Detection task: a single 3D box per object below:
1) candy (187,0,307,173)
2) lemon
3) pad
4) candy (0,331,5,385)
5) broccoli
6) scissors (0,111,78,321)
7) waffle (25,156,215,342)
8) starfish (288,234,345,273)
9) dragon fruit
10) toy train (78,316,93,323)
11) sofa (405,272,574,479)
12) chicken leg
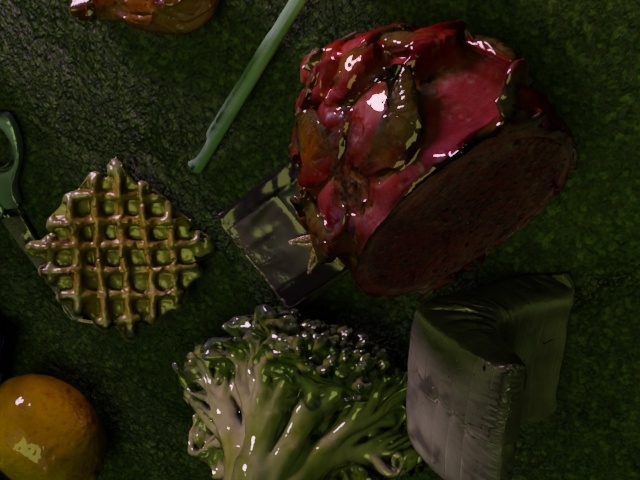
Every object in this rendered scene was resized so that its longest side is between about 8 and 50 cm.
[{"bbox_3d":[-0.056,-0.237,0.990,0.119,0.119,0.440,37,124,1],"label":"candy"},{"bbox_3d":[-0.420,0.300,1.272,0.207,0.170,0.170,42,117,-3],"label":"lemon"},{"bbox_3d":[-0.007,-0.028,1.092,0.233,0.022,0.174,-38,95,25],"label":"pad"},{"bbox_3d":[-0.560,0.235,1.337,0.145,0.070,0.275,28,119,28],"label":"candy"},{"bbox_3d":[-0.036,0.245,1.107,0.334,0.272,0.324,53,156,-15],"label":"broccoli"},{"bbox_3d":[-0.456,-0.028,1.225,0.191,0.029,0.360,-23,102,23],"label":"scissors"},{"bbox_3d":[-0.274,0.023,1.139,0.223,0.054,0.204,41,85,-10],"label":"waffle"},{"bbox_3d":[0.000,0.000,1.079,0.092,0.016,0.086,-7,109,24],"label":"starfish"},{"bbox_3d":[0.106,-0.125,0.905,0.314,0.296,0.263,-48,58,30],"label":"dragon fruit"},{"bbox_3d":[-0.328,0.057,1.209,0.087,0.050,0.137,5,112,19],"label":"toy train"},{"bbox_3d":[0.227,0.166,0.969,0.176,0.225,0.210,32,125,51],"label":"sofa"},{"bbox_3d":[-0.223,-0.304,1.013,0.208,0.085,0.101,3,146,23],"label":"chicken leg"}]
